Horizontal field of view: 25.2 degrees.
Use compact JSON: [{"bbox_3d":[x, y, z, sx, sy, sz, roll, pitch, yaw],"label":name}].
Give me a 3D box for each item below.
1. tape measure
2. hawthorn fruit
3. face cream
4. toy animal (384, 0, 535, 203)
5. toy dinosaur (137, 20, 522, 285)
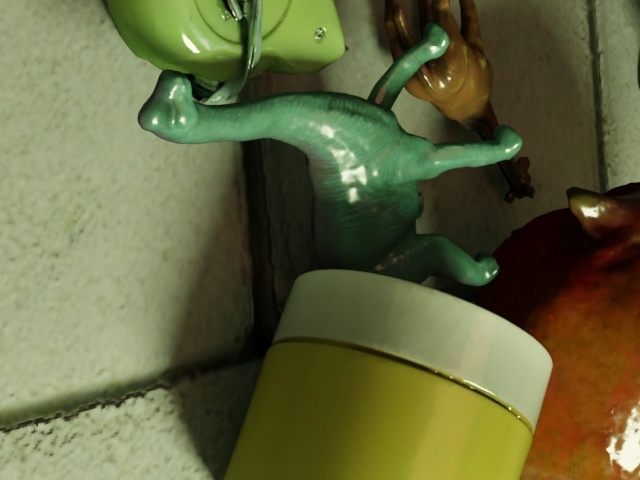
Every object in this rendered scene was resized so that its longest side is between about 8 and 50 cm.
[{"bbox_3d":[-0.072,-0.197,1.063,0.175,0.106,0.200,-37,125,-33],"label":"tape measure"},{"bbox_3d":[0.274,0.099,1.285,0.295,0.295,0.311,-6,124,-45],"label":"hawthorn fruit"},{"bbox_3d":[0.051,0.148,1.112,0.218,0.218,0.179,35,67,-40],"label":"face cream"},{"bbox_3d":[0.135,-0.141,1.315,0.224,0.066,0.229,-16,92,-64],"label":"toy animal"},{"bbox_3d":[0.000,0.000,1.133,0.331,0.129,0.383,-26,129,-35],"label":"toy dinosaur"}]
